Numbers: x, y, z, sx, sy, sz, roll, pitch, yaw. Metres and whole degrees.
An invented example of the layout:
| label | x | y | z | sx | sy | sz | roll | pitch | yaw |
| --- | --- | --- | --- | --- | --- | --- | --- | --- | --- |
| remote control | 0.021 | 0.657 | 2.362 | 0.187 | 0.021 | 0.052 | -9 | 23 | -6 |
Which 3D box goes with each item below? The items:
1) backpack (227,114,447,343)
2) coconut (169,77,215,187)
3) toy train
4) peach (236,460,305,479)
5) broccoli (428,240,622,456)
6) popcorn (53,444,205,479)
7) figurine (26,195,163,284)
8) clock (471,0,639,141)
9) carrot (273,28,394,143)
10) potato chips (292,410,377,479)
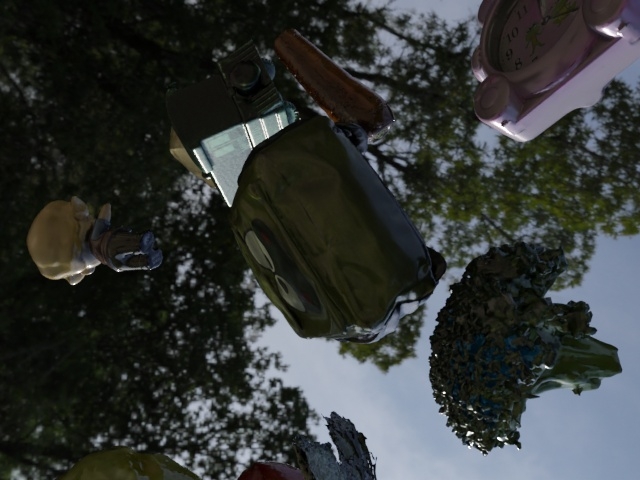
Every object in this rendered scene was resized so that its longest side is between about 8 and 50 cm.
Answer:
| label | x | y | z | sx | sy | sz | roll | pitch | yaw |
| --- | --- | --- | --- | --- | --- | --- | --- | --- | --- |
| backpack | 0.000 | 0.000 | 0.632 | 0.207 | 0.140 | 0.253 | 58 | -20 | 0 |
| coconut | -0.208 | -0.217 | 1.345 | 0.224 | 0.224 | 0.224 | -20 | -115 | 50 |
| toy train | -0.124 | -0.165 | 1.044 | 0.330 | 0.178 | 0.138 | 79 | -14 | -70 |
| peach | -0.096 | 0.532 | 1.309 | 0.197 | 0.197 | 0.197 | -20 | -115 | 50 |
| broccoli | 0.169 | 0.093 | 0.547 | 0.154 | 0.160 | 0.167 | 127 | -23 | -56 |
| popcorn | -0.098 | 0.233 | 0.304 | 0.276 | 0.226 | 0.276 | -44 | -155 | 26 |
| figurine | -0.323 | 0.000 | 0.934 | 0.196 | 0.114 | 0.108 | 0 | -133 | 19 |
| clock | 0.365 | -0.345 | 1.030 | 0.295 | 0.113 | 0.322 | -42 | -144 | 43 |
| carrot | 0.011 | -0.169 | 0.716 | 0.161 | 0.055 | 0.055 | 43 | -59 | 11 |
| potato chips | 0.033 | 0.299 | 0.811 | 0.029 | 0.220 | 0.202 | -34 | -88 | 14 |
